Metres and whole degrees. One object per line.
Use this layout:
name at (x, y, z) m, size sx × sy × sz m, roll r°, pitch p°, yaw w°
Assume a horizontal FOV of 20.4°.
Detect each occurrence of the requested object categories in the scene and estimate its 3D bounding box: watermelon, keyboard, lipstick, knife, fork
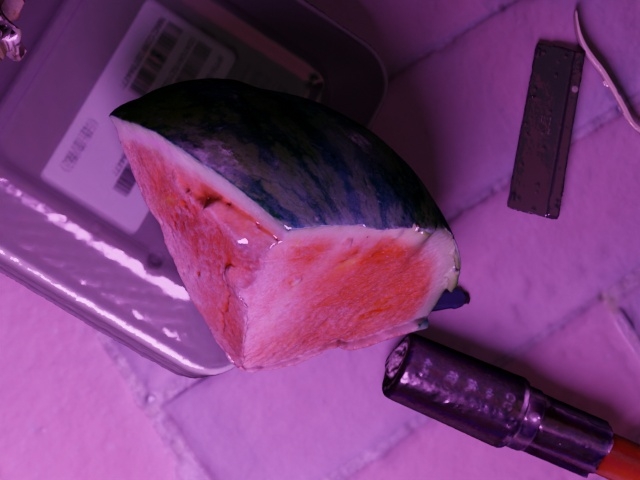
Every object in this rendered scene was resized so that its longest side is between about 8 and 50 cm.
watermelon at (0.008, -0.019, 1.652) m, size 0.292 × 0.222 × 0.319 m, roll -22°, pitch 101°, yaw -28°
keyboard at (0.248, -0.121, 1.954) m, size 0.060 × 0.018 × 0.196 m, roll 14°, pitch 76°, yaw -8°
lipstick at (0.206, 0.183, 1.850) m, size 0.299 × 0.081 × 0.081 m, roll 24°, pitch 74°, yaw -12°
knife at (0.105, 0.069, 1.872) m, size 0.121 × 0.018 × 0.031 m, roll -8°, pitch 76°, yaw -20°
fork at (0.334, -0.159, 1.983) m, size 0.028 × 0.034 × 0.219 m, roll -27°, pitch 87°, yaw 6°

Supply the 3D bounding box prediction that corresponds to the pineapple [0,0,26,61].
pineapple at (-0.344, -0.283, 1.626) m, size 0.262 × 0.262 × 0.272 m, roll -10°, pitch 62°, yaw -19°

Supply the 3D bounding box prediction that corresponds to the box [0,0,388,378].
box at (-0.171, -0.111, 1.766) m, size 0.396 × 0.111 × 0.396 m, roll 31°, pitch 72°, yaw -12°
